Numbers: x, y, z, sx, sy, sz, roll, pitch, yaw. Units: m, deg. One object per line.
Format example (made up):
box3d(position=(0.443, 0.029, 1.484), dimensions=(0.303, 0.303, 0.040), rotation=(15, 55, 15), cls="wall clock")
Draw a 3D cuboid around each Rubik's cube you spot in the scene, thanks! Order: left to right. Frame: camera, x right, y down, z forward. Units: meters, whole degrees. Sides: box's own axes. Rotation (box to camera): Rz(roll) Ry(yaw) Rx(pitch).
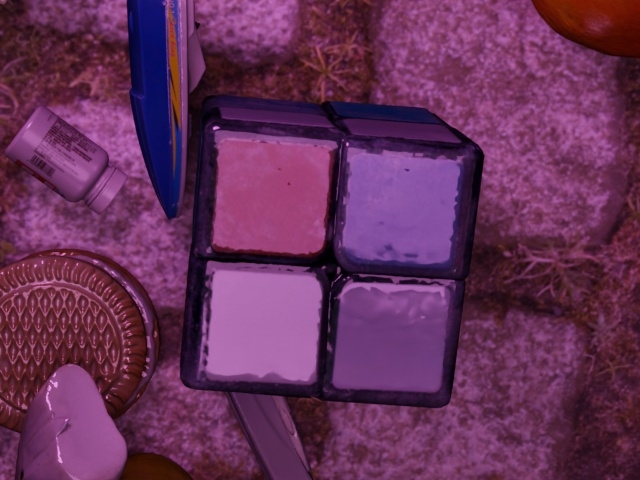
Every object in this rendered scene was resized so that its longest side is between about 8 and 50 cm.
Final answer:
box3d(position=(0.000, 0.000, 1.719), dimensions=(0.313, 0.318, 0.316), rotation=(5, 101, -6), cls="Rubik's cube")

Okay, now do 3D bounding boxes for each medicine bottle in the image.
box3d(position=(-0.312, -0.097, 1.781), dimensions=(0.140, 0.079, 0.079), rotation=(37, 96, -13), cls="medicine bottle")

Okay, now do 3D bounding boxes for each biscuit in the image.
box3d(position=(-0.332, 0.132, 1.827), dimensions=(0.259, 0.079, 0.259), rotation=(-1, 103, -6), cls="biscuit")

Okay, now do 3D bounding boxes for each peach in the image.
box3d(position=(0.379, -0.340, 1.729), dimensions=(0.281, 0.238, 0.281), rotation=(-3, 119, -6), cls="peach")

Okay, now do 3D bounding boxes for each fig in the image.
box3d(position=(-0.206, 0.365, 1.860), dimensions=(0.186, 0.142, 0.148), rotation=(25, 125, 1), cls="fig")

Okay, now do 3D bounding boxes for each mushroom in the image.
box3d(position=(-0.327, 0.309, 1.794), dimensions=(0.122, 0.159, 0.329), rotation=(12, 137, -15), cls="mushroom")

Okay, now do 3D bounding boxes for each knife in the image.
box3d(position=(-0.064, 0.252, 1.905), dimensions=(0.073, 0.040, 0.266), rotation=(-25, 104, -12), cls="knife")

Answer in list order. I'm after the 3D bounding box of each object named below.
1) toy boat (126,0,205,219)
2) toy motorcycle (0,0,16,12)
box3d(position=(-0.186, -0.170, 1.757), dimensions=(0.088, 0.129, 0.295), rotation=(-5, 103, -16), cls="toy boat")
box3d(position=(-0.483, -0.406, 1.640), dimensions=(0.410, 0.169, 0.237), rotation=(37, 90, 4), cls="toy motorcycle")
